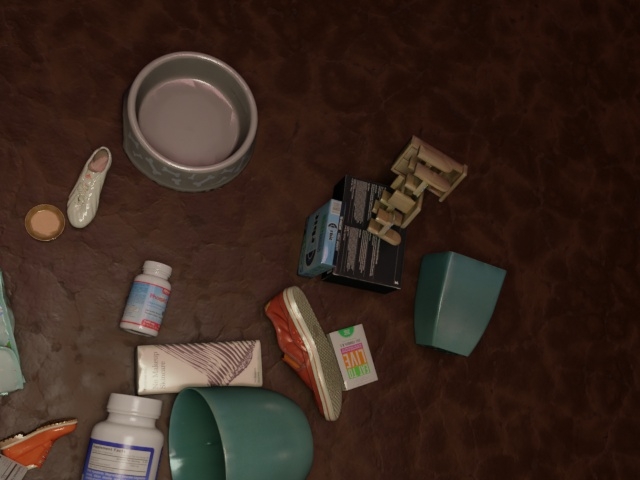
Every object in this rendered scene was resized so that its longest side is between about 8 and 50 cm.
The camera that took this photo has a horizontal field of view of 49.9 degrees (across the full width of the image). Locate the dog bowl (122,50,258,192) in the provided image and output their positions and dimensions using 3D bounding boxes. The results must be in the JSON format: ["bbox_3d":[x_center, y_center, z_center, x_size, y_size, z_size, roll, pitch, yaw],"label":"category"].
[{"bbox_3d":[-0.311,-0.296,1.661,0.349,0.102,0.348,4,76,-19],"label":"dog bowl"}]

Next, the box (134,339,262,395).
[{"bbox_3d":[-0.275,0.285,1.545,0.275,0.094,0.113,-1,78,-20],"label":"box"}]

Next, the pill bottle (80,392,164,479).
[{"bbox_3d":[-0.411,0.461,1.428,0.152,0.152,0.272,13,73,-16],"label":"pill bottle"}]

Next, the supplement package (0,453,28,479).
[{"bbox_3d":[-0.717,0.462,1.313,0.244,0.134,0.139,30,90,-10],"label":"supplement package"}]

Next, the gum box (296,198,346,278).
[{"bbox_3d":[0.000,0.000,1.655,0.041,0.184,0.156,14,74,-16],"label":"gum box"}]

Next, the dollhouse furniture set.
[{"bbox_3d":[0.250,-0.117,1.654,0.161,0.212,0.242,29,42,-10],"label":"dollhouse furniture set"}]

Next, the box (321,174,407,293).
[{"bbox_3d":[0.117,-0.012,1.743,0.184,0.103,0.261,13,73,-14],"label":"box"}]

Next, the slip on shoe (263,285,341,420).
[{"bbox_3d":[-0.037,0.274,1.632,0.101,0.123,0.331,-24,90,18],"label":"slip on shoe"}]

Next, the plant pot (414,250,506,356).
[{"bbox_3d":[0.336,0.168,1.753,0.166,0.166,0.234,19,80,-14],"label":"plant pot"}]

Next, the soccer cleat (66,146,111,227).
[{"bbox_3d":[-0.525,-0.125,1.561,0.068,0.076,0.196,19,73,-14],"label":"soccer cleat"}]

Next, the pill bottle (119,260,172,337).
[{"bbox_3d":[-0.387,0.131,1.545,0.087,0.087,0.160,18,73,-15],"label":"pill bottle"}]

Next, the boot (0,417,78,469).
[{"bbox_3d":[-0.577,0.425,1.433,0.158,0.059,0.084,-21,88,-14],"label":"boot"}]

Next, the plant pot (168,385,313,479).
[{"bbox_3d":[-0.157,0.443,1.457,0.235,0.293,0.292,-1,78,-33],"label":"plant pot"}]

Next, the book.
[{"bbox_3d":[0.078,0.289,1.703,0.096,0.035,0.144,-13,81,-25],"label":"book"}]

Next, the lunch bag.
[{"bbox_3d":[-0.729,0.200,1.377,0.223,0.160,0.262,-11,93,-24],"label":"lunch bag"}]

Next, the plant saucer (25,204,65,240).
[{"bbox_3d":[-0.618,-0.039,1.543,0.083,0.015,0.083,4,77,-18],"label":"plant saucer"}]
